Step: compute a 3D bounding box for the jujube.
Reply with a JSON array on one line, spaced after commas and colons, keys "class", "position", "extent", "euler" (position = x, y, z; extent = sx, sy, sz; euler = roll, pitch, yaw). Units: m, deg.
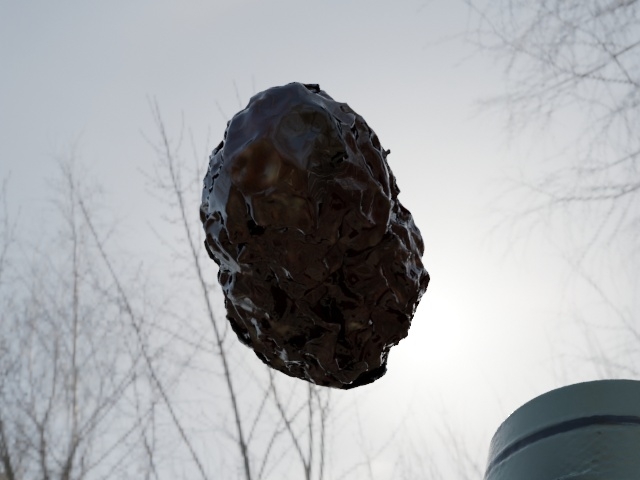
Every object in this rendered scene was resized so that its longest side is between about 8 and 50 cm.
[{"class": "jujube", "position": [-0.002, -0.003, 0.417], "extent": [0.104, 0.104, 0.165], "euler": [-9, -40, 0]}]

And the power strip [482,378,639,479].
[{"class": "power strip", "position": [0.357, 0.317, 1.101], "extent": [0.358, 0.161, 0.357], "euler": [10, -49, 11]}]
